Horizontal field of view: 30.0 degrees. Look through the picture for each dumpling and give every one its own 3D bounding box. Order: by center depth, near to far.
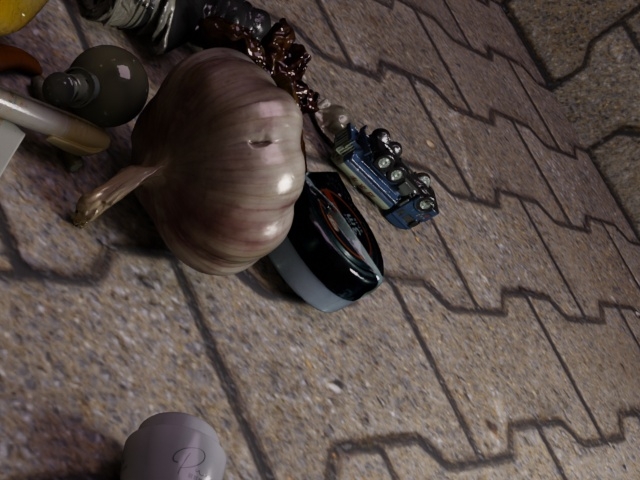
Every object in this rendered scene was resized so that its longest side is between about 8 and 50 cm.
[{"bbox_3d":[0.022,-0.176,1.844,0.052,0.057,0.076,29,-30,49],"label":"dumpling"}]

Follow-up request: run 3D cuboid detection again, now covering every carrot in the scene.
[{"bbox_3d":[-0.331,-0.187,1.238,0.035,0.035,0.142,59,22,9],"label":"carrot"}]

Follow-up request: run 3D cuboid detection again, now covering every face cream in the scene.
[{"bbox_3d":[-0.130,0.205,1.035,0.091,0.091,0.095,40,37,-29],"label":"face cream"}]

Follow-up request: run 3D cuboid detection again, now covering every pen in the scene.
[{"bbox_3d":[-0.289,-0.122,1.171,0.233,0.032,0.040,19,63,-56],"label":"pen"}]

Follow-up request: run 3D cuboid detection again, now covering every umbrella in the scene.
[{"bbox_3d":[-0.169,-0.304,1.577,0.106,0.113,0.357,41,18,25],"label":"umbrella"}]

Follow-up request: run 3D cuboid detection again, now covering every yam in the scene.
[{"bbox_3d":[-0.280,-0.125,1.263,0.021,0.021,0.116,3,57,-60],"label":"yam"}]

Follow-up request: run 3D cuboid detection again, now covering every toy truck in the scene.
[{"bbox_3d":[0.096,-0.097,1.813,0.201,0.088,0.074,42,25,-33],"label":"toy truck"}]

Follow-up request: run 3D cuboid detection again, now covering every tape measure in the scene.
[{"bbox_3d":[-0.002,0.000,1.497,0.181,0.107,0.182,6,53,-62],"label":"tape measure"}]

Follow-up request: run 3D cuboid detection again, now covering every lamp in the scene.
[{"bbox_3d":[-0.248,-0.163,1.274,0.091,0.091,0.163,56,21,3],"label":"lamp"}]

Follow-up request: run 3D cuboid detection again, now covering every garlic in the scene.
[{"bbox_3d":[-0.148,-0.068,1.256,0.253,0.245,0.245,-16,69,-29],"label":"garlic"}]

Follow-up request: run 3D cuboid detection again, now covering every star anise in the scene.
[{"bbox_3d":[-0.074,-0.198,1.550,0.220,0.125,0.190,14,70,-44],"label":"star anise"}]

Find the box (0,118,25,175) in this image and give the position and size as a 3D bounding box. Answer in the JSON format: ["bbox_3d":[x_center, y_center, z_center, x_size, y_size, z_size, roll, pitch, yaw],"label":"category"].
[{"bbox_3d":[-0.377,-0.139,1.097,0.220,0.032,0.122,45,27,-21],"label":"box"}]

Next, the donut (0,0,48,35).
[{"bbox_3d":[-0.344,-0.271,1.145,0.259,0.101,0.152,82,25,-63],"label":"donut"}]
